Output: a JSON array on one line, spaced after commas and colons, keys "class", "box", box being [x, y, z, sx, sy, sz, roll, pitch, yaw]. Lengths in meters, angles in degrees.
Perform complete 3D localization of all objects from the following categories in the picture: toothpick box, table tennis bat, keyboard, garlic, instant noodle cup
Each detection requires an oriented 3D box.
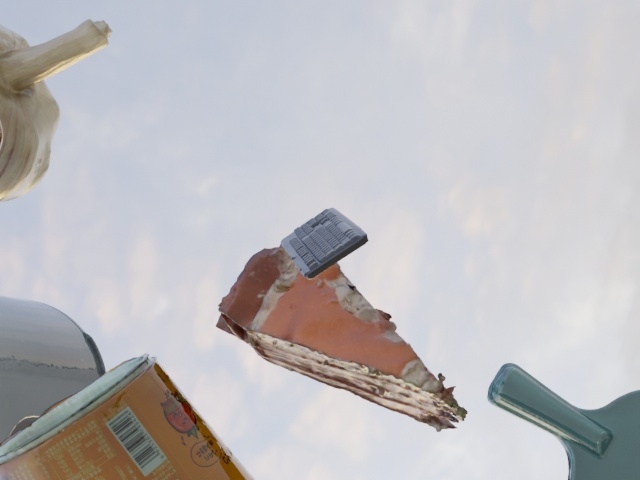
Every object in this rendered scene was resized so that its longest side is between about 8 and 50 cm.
[{"class": "toothpick box", "box": [-0.407, 0.153, 1.417, 0.263, 0.263, 0.354, -69, -17, -1]}, {"class": "table tennis bat", "box": [0.251, 0.180, 1.129, 0.153, 0.244, 0.040, -57, -14, -8]}, {"class": "keyboard", "box": [0.000, 0.000, 0.973, 0.053, 0.155, 0.010, -34, -79, -3]}, {"class": "garlic", "box": [-0.283, -0.137, 1.225, 0.199, 0.226, 0.199, 51, -152, -40]}, {"class": "instant noodle cup", "box": [-0.170, 0.211, 1.150, 0.215, 0.215, 0.172, -36, -83, -34]}]

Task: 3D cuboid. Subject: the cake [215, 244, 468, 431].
[{"class": "cake", "box": [0.033, 0.092, 1.302, 0.135, 0.287, 0.098, -45, -29, -30]}]

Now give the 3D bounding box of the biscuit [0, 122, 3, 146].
[{"class": "biscuit", "box": [-0.290, -0.024, 0.814, 0.250, 0.165, 0.036, -54, -5, 33]}]
